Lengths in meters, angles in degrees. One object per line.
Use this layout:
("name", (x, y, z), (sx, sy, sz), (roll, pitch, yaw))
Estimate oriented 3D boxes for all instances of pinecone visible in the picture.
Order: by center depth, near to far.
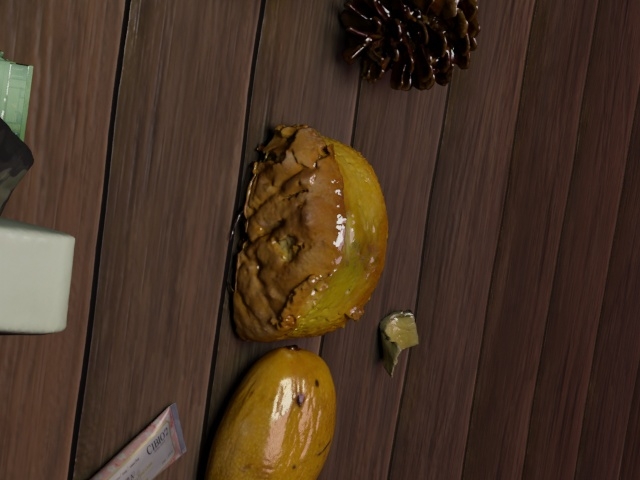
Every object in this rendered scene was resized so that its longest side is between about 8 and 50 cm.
("pinecone", (0.098, -0.252, 1.503), (0.165, 0.163, 0.163), (-23, 118, -35))

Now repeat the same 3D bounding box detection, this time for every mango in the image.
("mango", (-0.057, 0.250, 1.482), (0.157, 0.109, 0.262), (14, 90, -56))

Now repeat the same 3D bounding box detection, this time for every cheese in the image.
("cheese", (0.099, 0.140, 1.704), (0.084, 0.041, 0.060), (-59, 149, -46))

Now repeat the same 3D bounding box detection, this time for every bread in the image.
("bread", (-0.002, 0.004, 1.453), (0.160, 0.147, 0.260), (13, 90, -50))

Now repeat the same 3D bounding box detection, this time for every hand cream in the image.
("hand cream", (-0.212, 0.256, 1.346), (0.210, 0.043, 0.067), (-40, 128, -46))

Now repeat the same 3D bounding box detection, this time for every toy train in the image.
("toy train", (-0.291, -0.125, 1.136), (0.056, 0.038, 0.093), (1, 99, -54))

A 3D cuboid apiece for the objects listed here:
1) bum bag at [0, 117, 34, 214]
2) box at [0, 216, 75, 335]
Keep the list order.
("bum bag", (-0.353, -0.141, 1.009), (0.144, 0.095, 0.340), (-44, 123, -31))
("box", (-0.391, -0.005, 0.776), (0.373, 0.367, 0.090), (11, 90, -52))
